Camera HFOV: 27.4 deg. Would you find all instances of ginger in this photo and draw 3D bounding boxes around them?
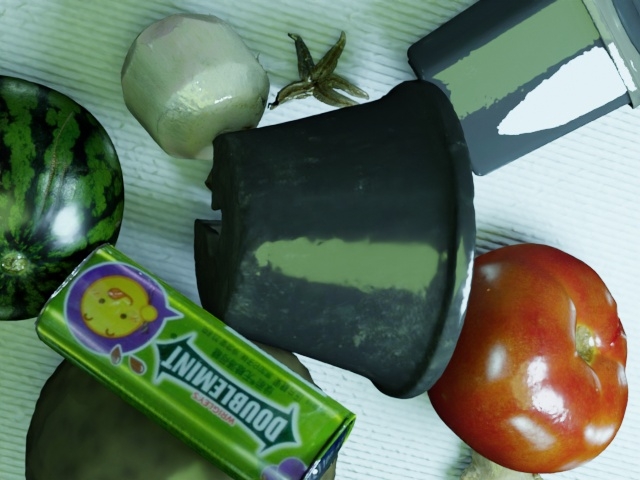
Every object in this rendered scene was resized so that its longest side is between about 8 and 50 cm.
[{"bbox_3d":[0.260,0.324,1.846,0.137,0.074,0.213,-8,114,-24],"label":"ginger"}]

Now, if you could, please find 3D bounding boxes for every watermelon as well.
[{"bbox_3d":[-0.367,-0.050,1.519,0.285,0.285,0.285,-3,109,-8],"label":"watermelon"}]

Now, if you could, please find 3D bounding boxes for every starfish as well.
[{"bbox_3d":[-0.014,-0.199,1.641,0.130,0.041,0.133,-29,104,-7],"label":"starfish"}]

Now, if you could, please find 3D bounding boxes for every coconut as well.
[{"bbox_3d":[-0.152,-0.192,1.564,0.171,0.183,0.171,-26,151,-15],"label":"coconut"}]

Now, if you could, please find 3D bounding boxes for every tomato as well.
[{"bbox_3d":[0.258,0.157,1.705,0.226,0.298,0.298,-14,117,39],"label":"tomato"}]

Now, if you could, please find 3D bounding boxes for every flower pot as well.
[{"bbox_3d":[0.000,0.000,1.515,0.251,0.379,0.379,4,108,-20],"label":"flower pot"}]

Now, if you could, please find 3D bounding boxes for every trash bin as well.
[{"bbox_3d":[0.269,-0.226,1.608,0.290,0.182,0.209,-30,112,8],"label":"trash bin"}]

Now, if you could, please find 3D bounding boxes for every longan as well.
[{"bbox_3d":[-0.175,0.279,1.621,0.391,0.391,0.391,-3,109,-8],"label":"longan"}]

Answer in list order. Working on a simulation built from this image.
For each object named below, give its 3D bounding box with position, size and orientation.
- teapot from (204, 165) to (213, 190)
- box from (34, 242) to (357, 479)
[{"bbox_3d":[-0.098,-0.078,1.630,0.085,0.110,0.080,27,77,5],"label":"teapot"},{"bbox_3d":[-0.134,0.148,1.425,0.346,0.097,0.134,34,63,12],"label":"box"}]
